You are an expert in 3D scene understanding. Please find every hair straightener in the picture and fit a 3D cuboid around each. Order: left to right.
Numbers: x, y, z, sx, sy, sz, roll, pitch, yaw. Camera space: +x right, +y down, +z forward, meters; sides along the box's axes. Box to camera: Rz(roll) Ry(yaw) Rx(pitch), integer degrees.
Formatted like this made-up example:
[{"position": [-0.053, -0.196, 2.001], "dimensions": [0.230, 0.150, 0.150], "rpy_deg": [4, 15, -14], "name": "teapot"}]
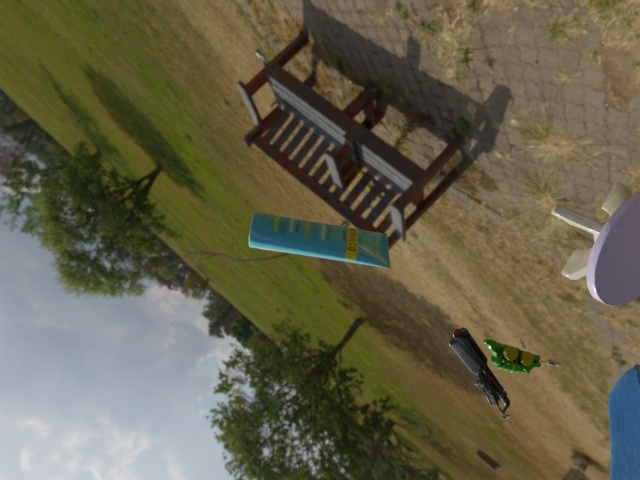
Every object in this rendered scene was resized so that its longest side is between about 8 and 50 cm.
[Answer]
[{"position": [0.362, 0.314, 1.070], "dimensions": [0.047, 0.089, 0.231], "rpy_deg": [-28, 95, 36], "name": "hair straightener"}]

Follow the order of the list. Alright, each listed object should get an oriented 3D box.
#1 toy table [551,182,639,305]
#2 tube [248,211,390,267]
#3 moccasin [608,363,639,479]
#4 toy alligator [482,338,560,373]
[{"position": [0.673, -0.002, 1.086], "dimensions": [0.252, 0.274, 0.161], "rpy_deg": [38, -174, -14], "name": "toy table"}, {"position": [0.000, 0.000, 0.700], "dimensions": [0.206, 0.080, 0.052], "rpy_deg": [9, 134, -4], "name": "tube"}, {"position": [0.433, 0.306, 0.567], "dimensions": [0.116, 0.342, 0.138], "rpy_deg": [21, 143, 11], "name": "moccasin"}, {"position": [0.417, 0.254, 0.986], "dimensions": [0.189, 0.051, 0.056], "rpy_deg": [20, 173, -13], "name": "toy alligator"}]
